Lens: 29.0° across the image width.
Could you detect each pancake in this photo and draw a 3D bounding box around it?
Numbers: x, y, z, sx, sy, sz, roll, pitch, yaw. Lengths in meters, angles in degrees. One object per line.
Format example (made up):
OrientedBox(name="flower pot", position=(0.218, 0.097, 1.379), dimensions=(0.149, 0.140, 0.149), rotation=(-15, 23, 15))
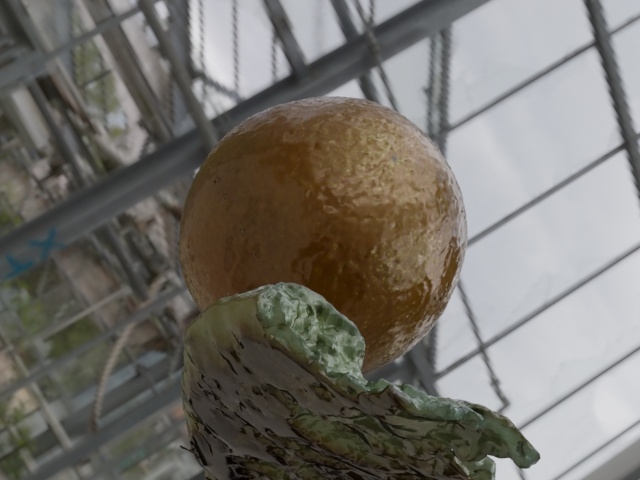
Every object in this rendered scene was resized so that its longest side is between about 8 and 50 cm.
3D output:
OrientedBox(name="pancake", position=(0.045, 0.159, 0.733), dimensions=(0.304, 0.067, 0.427), rotation=(8, -39, 40))

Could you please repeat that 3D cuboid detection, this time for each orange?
OrientedBox(name="orange", position=(0.000, 0.000, 1.138), dimensions=(0.274, 0.274, 0.274), rotation=(54, -14, 20))
